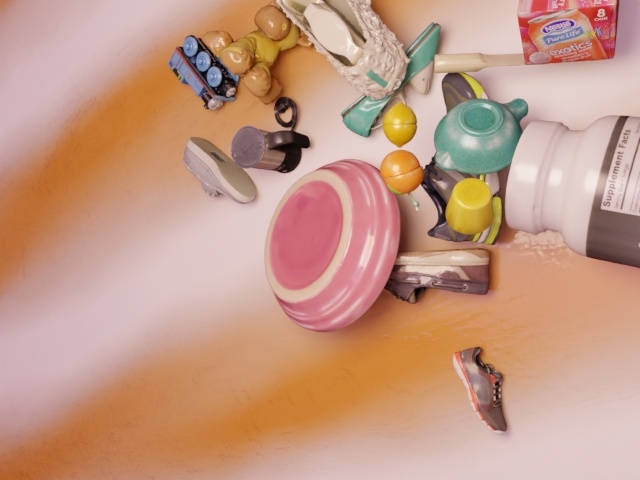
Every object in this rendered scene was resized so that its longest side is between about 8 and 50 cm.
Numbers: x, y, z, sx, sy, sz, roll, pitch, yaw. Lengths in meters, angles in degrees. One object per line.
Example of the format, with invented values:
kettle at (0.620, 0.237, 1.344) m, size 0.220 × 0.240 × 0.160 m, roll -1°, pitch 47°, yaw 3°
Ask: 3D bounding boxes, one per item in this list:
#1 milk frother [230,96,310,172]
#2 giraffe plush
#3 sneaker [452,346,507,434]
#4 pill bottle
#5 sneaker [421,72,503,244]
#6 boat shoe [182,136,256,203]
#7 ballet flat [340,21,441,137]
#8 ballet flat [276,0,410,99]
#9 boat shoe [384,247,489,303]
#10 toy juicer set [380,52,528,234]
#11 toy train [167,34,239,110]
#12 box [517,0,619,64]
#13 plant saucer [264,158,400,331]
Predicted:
milk frother at (-0.105, -0.219, 1.207) m, size 0.129 × 0.135 × 0.143 m, roll -35°, pitch 75°, yaw 26°
giraffe plush at (-0.109, -0.393, 1.198) m, size 0.170 × 0.210 × 0.181 m, roll -44°, pitch 102°, yaw 8°
sneaker at (0.290, 0.257, 1.037) m, size 0.065 × 0.061 × 0.157 m, roll -32°, pitch 77°, yaw 21°
pill bottle at (0.465, -0.063, 0.833) m, size 0.363 × 0.210 × 0.210 m, roll 14°, pitch 99°, yaw 30°
sneaker at (0.227, -0.136, 1.004) m, size 0.122 × 0.111 × 0.299 m, roll -6°, pitch 87°, yaw -5°
boat shoe at (-0.228, -0.140, 1.324) m, size 0.227 × 0.079 × 0.081 m, roll 44°, pitch 121°, yaw 27°
ballet flat at (0.147, -0.282, 1.099) m, size 0.087 × 0.083 × 0.247 m, roll 46°, pitch 115°, yaw -5°
ballet flat at (0.009, -0.416, 1.065) m, size 0.147 × 0.147 × 0.408 m, roll -48°, pitch 61°, yaw 23°
boat shoe at (0.164, 0.069, 1.080) m, size 0.285 × 0.103 × 0.092 m, roll -7°, pitch 83°, yaw 25°
toy juicer set at (0.210, -0.175, 0.929) m, size 0.209 × 0.089 × 0.328 m, roll 20°, pitch 68°, yaw 20°
toy train at (-0.257, -0.371, 1.329) m, size 0.184 × 0.080 × 0.105 m, roll 52°, pitch 124°, yaw 16°
box at (0.371, -0.401, 0.875) m, size 0.128 × 0.122 × 0.256 m, roll 4°, pitch 71°, yaw 25°
plant saucer at (0.000, 0.000, 1.108) m, size 0.332 × 0.084 × 0.331 m, roll -24°, pitch 58°, yaw 45°
